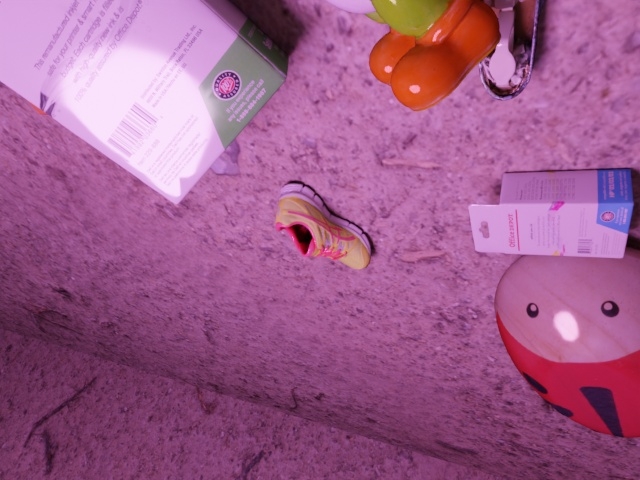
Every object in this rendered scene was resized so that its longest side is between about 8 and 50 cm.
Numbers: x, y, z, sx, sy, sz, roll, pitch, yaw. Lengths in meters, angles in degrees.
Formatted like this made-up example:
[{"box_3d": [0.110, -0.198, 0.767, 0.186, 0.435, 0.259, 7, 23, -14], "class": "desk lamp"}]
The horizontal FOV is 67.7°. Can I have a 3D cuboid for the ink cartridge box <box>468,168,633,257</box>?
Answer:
[{"box_3d": [0.294, -0.034, 0.622, 0.181, 0.062, 0.104, 2, 142, 26], "class": "ink cartridge box"}]

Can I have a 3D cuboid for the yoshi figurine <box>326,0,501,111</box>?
[{"box_3d": [-0.028, -0.257, 0.376, 0.362, 0.203, 0.203, 44, 147, -26], "class": "yoshi figurine"}]

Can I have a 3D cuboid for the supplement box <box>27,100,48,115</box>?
[{"box_3d": [-0.419, -0.287, 0.652, 0.080, 0.078, 0.234, 8, 144, 25], "class": "supplement box"}]

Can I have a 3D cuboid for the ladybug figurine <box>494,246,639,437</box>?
[{"box_3d": [0.445, 0.182, 0.752, 0.304, 0.162, 0.449, -13, 133, 41], "class": "ladybug figurine"}]

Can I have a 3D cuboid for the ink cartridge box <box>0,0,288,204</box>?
[{"box_3d": [-0.209, -0.216, 0.528, 0.289, 0.122, 0.211, 38, 115, -23], "class": "ink cartridge box"}]

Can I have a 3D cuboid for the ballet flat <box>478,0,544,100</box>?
[{"box_3d": [0.173, -0.212, 0.437, 0.070, 0.070, 0.188, 2, 142, 27], "class": "ballet flat"}]

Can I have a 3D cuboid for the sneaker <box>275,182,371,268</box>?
[{"box_3d": [0.000, 0.000, 0.807, 0.208, 0.094, 0.081, 36, 142, -24], "class": "sneaker"}]
